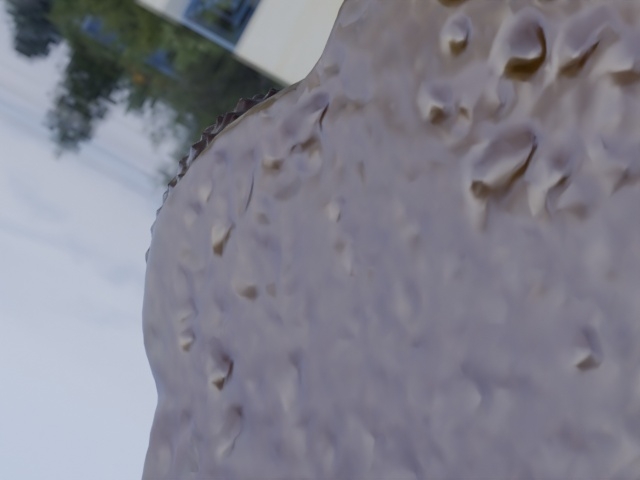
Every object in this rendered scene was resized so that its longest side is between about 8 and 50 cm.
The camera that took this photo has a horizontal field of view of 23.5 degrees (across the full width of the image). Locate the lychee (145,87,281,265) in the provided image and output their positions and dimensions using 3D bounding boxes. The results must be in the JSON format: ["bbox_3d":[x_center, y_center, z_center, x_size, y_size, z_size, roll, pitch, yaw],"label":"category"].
[{"bbox_3d":[0.000,0.000,0.878,0.200,0.238,0.200,34,-154,-19],"label":"lychee"}]

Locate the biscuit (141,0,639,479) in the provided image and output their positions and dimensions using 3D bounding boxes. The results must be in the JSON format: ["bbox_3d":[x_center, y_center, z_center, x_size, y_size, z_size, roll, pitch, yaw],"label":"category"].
[{"bbox_3d":[0.082,0.052,0.367,0.074,0.381,0.359,3,-141,-44],"label":"biscuit"}]
